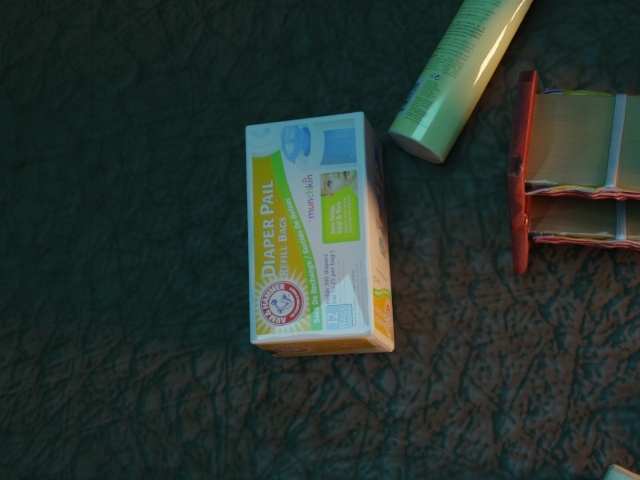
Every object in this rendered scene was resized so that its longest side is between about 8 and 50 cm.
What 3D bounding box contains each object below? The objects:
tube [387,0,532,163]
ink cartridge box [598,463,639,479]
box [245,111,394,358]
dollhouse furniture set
[{"bbox_3d":[0.147,-0.187,0.991,0.070,0.062,0.240,27,84,16],"label":"tube"},{"bbox_3d":[0.210,0.271,0.771,0.088,0.234,0.193,23,84,19],"label":"ink cartridge box"},{"bbox_3d":[0.000,0.000,0.960,0.114,0.103,0.203,-6,75,12],"label":"box"},{"bbox_3d":[0.287,-0.159,0.927,0.201,0.152,0.374,5,61,16],"label":"dollhouse furniture set"}]
